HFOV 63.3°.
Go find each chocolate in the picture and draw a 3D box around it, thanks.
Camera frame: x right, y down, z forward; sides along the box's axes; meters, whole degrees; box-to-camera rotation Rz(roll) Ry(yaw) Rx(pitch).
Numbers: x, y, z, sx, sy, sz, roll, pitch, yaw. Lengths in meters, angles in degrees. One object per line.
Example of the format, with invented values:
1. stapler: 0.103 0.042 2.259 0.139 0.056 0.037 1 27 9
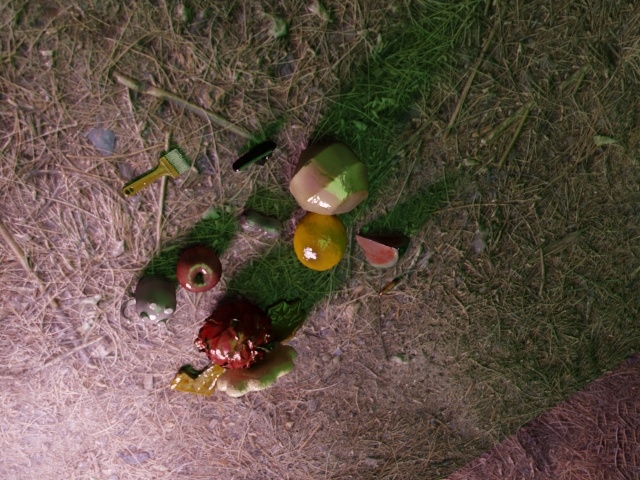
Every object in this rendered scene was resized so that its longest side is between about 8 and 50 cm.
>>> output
1. chocolate: -0.196 -0.054 1.767 0.167 0.072 0.072 22 109 -27

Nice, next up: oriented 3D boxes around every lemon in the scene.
1. lemon: 0.000 0.000 1.800 0.188 0.188 0.256 -11 126 -15

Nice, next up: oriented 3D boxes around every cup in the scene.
1. cup: -0.568 0.207 1.732 0.174 0.142 0.134 9 115 -24

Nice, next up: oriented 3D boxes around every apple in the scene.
1. apple: -0.407 0.094 1.743 0.153 0.120 0.153 -7 114 -15

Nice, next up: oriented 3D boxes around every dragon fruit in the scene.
1. dragon fruit: -0.309 0.342 1.849 0.299 0.244 0.244 -17 124 9

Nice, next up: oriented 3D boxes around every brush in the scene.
1. brush: -0.514 -0.198 1.603 0.218 0.010 0.082 -32 125 0

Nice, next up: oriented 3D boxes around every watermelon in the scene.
1. watermelon: 0.233 0.042 1.937 0.202 0.207 0.136 0 92 -3

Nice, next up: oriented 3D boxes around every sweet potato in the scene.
1. sweet potato: 0.277 0.193 2.111 0.115 0.026 0.026 -40 124 7

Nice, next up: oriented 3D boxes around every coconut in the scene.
1. coconut: 0.025 -0.204 1.672 0.259 0.259 0.259 -9 121 -16

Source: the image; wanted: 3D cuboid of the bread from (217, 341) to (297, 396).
1. bread: -0.237 0.462 1.911 0.316 0.316 0.054 -22 106 -7

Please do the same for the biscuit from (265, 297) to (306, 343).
1. biscuit: -0.144 0.308 2.012 0.182 0.034 0.215 32 103 -32

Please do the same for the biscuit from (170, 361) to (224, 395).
1. biscuit: -0.470 0.525 2.010 0.183 0.039 0.174 18 112 -29

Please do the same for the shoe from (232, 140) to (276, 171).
1. shoe: -0.206 -0.259 1.656 0.159 0.062 0.053 -31 137 -2
